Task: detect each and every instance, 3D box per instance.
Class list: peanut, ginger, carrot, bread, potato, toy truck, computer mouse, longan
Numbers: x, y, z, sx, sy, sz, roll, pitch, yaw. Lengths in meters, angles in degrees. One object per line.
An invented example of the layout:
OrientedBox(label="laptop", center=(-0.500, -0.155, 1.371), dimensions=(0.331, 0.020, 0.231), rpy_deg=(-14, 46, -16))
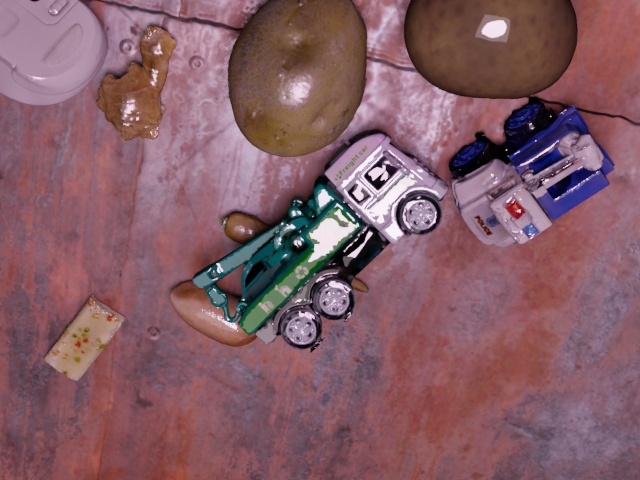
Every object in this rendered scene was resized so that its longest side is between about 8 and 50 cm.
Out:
OrientedBox(label="peanut", center=(-0.164, 0.112, 1.412), dimensions=(0.152, 0.076, 0.076), rpy_deg=(29, 112, -5))
OrientedBox(label="ginger", center=(-0.261, -0.222, 1.276), dimensions=(0.096, 0.067, 0.165), rpy_deg=(14, 101, -3))
OrientedBox(label="carrot", center=(-0.036, 0.023, 1.383), dimensions=(0.255, 0.049, 0.049), rpy_deg=(27, 113, -13))
OrientedBox(label="bread", center=(-0.383, 0.160, 1.472), dimensions=(0.068, 0.028, 0.153), rpy_deg=(36, 113, -14))
OrientedBox(label="potato", center=(-0.028, -0.227, 1.215), dimensions=(0.178, 0.160, 0.235), rpy_deg=(26, 100, -34))
OrientedBox(label="toy truck", center=(0.290, -0.076, 1.247), dimensions=(0.213, 0.177, 0.161), rpy_deg=(-36, 109, 16))
OrientedBox(label="toy truck", center=(0.007, 0.004, 1.277), dimensions=(0.363, 0.176, 0.178), rpy_deg=(-41, 98, 8))
OrientedBox(label="computer mouse", center=(-0.426, -0.300, 1.205), dimensions=(0.297, 0.121, 0.184), rpy_deg=(33, 69, -10))
OrientedBox(label="longan", center=(0.219, -0.273, 1.156), dimensions=(0.220, 0.196, 0.196), rpy_deg=(16, 114, 1))
